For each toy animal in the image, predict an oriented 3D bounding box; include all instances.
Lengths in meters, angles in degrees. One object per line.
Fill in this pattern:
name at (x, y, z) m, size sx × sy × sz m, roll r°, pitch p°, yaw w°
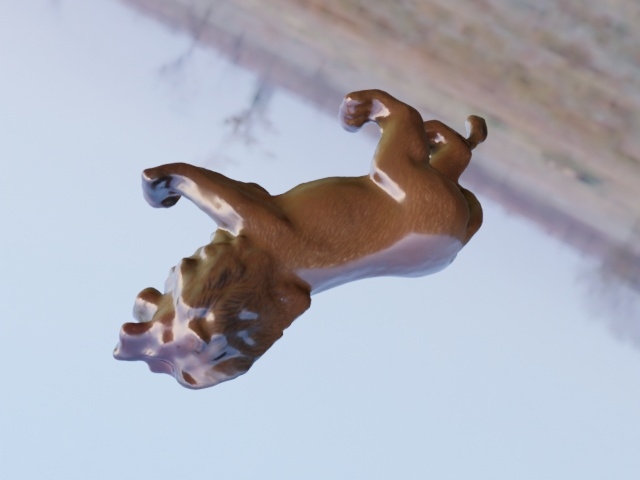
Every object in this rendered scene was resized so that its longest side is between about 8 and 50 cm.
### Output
toy animal at (0.000, 0.000, 1.222) m, size 0.097 × 0.312 × 0.158 m, roll 90°, pitch 157°, yaw -58°
